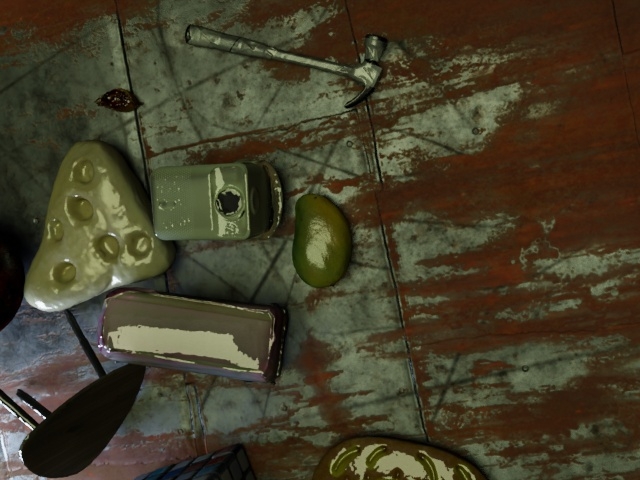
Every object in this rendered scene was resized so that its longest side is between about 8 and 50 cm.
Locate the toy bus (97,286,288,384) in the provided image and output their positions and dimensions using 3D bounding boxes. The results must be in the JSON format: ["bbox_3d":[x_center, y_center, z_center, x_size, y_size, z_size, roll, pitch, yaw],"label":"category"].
[{"bbox_3d":[-0.265,0.181,1.581,0.386,0.162,0.171,7,76,2],"label":"toy bus"}]

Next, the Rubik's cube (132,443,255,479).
[{"bbox_3d":[-0.279,0.632,1.613,0.292,0.287,0.293,-22,90,14],"label":"Rubik's cube"}]

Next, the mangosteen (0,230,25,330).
[{"bbox_3d":[-0.800,0.094,1.700,0.311,0.311,0.311,1,96,14],"label":"mangosteen"}]

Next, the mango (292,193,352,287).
[{"bbox_3d":[0.003,0.002,1.588,0.122,0.085,0.191,4,97,16],"label":"mango"}]

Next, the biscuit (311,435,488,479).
[{"bbox_3d":[0.169,0.579,1.610,0.394,0.070,0.350,2,96,13],"label":"biscuit"}]

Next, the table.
[{"bbox_3d":[-0.591,0.338,1.708,0.249,0.317,0.317,37,103,21],"label":"table"}]

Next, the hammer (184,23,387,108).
[{"bbox_3d":[-0.079,-0.387,1.596,0.427,0.044,0.152,18,100,13],"label":"hammer"}]

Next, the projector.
[{"bbox_3d":[-0.201,-0.082,1.583,0.242,0.177,0.163,0,97,13],"label":"projector"}]

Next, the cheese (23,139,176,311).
[{"bbox_3d":[-0.519,-0.037,1.689,0.351,0.129,0.328,-19,93,13],"label":"cheese"}]

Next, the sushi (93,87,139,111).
[{"bbox_3d":[-0.437,-0.302,1.686,0.099,0.047,0.050,-4,91,13],"label":"sushi"}]
